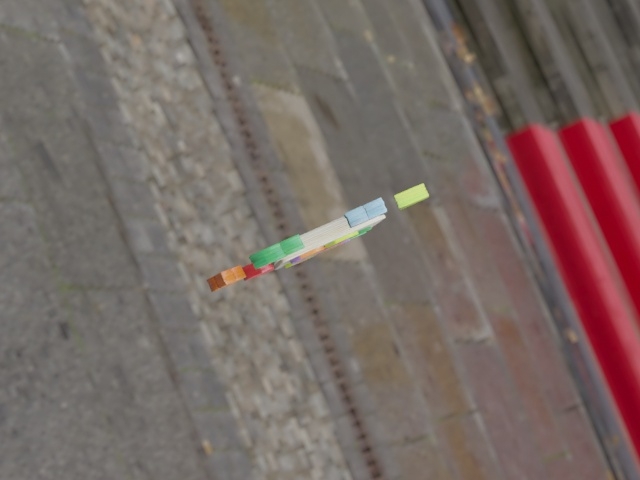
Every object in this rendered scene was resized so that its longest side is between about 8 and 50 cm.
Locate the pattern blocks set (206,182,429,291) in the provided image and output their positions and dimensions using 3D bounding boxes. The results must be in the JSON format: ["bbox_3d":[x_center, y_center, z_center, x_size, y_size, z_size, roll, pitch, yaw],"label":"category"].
[{"bbox_3d":[0.000,0.000,1.924,0.026,0.285,0.325,66,9,2],"label":"pattern blocks set"}]
